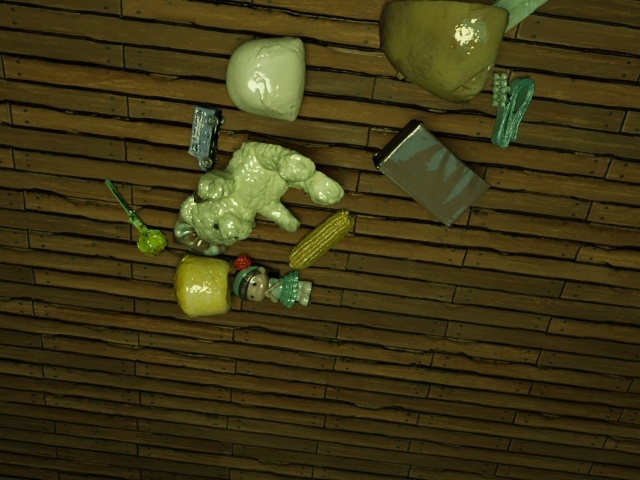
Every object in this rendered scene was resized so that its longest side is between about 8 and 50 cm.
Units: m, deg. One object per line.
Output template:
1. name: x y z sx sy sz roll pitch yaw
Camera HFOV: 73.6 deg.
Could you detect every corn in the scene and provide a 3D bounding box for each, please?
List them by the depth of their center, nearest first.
1. corn: 0.000 0.000 1.246 0.238 0.080 0.080 -40 104 13

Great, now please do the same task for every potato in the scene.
1. potato: 0.262 -0.444 1.006 0.264 0.189 0.211 11 111 -2

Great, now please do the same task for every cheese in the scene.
1. cheese: -0.137 -0.402 1.057 0.189 0.154 0.198 -1 109 -18

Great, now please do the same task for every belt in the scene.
1. belt: 0.479 -0.333 1.109 0.100 0.065 0.179 6 111 -10

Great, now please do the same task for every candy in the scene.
1. candy: -0.548 -0.067 1.256 0.073 0.077 0.262 -29 100 28

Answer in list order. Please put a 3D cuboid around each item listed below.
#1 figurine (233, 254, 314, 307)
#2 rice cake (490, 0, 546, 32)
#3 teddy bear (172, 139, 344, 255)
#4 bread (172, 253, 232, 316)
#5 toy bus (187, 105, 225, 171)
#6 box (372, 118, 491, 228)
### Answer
1. figurine: -0.144 0.128 1.289 0.245 0.110 0.138 12 101 -5
2. rice cake: 0.495 -0.584 1.023 0.226 0.040 0.085 -37 105 14
3. teddy bear: -0.187 -0.065 1.114 0.327 0.375 0.362 31 89 -49
4. bread: -0.346 0.131 1.260 0.170 0.197 0.197 0 111 -11
5. toy bus: -0.311 -0.274 1.159 0.076 0.073 0.167 14 107 0
6. box: 0.281 -0.180 1.109 0.252 0.188 0.153 39 108 -9
